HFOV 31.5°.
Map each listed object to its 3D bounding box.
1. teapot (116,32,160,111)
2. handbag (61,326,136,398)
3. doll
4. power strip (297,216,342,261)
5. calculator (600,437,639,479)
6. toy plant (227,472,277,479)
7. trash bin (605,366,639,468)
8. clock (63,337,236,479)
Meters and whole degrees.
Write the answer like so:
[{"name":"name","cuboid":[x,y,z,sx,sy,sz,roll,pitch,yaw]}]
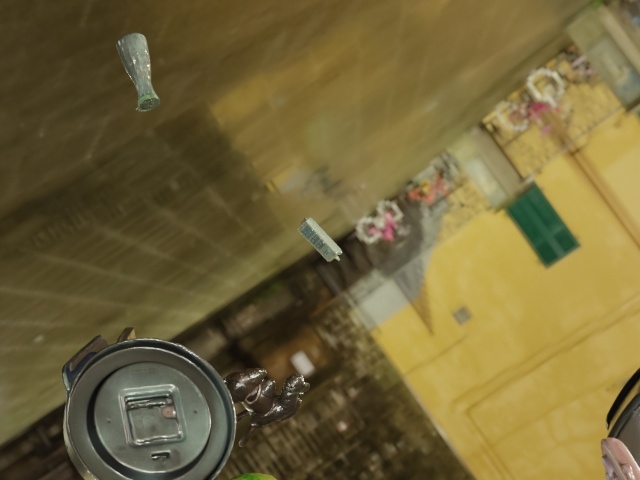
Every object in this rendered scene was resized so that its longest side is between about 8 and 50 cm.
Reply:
[{"name":"teapot","cuboid":[-0.246,-0.226,1.543,0.043,0.111,0.043,-16,159,-6]},{"name":"handbag","cuboid":[-0.277,0.302,1.670,0.118,0.326,0.269,-16,-174,2]},{"name":"doll","cuboid":[-0.104,0.261,1.884,0.165,0.139,0.057,-32,-152,11]},{"name":"power strip","cuboid":[0.000,0.000,1.719,0.027,0.083,0.017,-48,174,40]},{"name":"calculator","cuboid":[0.386,0.371,1.291,0.048,0.330,0.220,-21,-149,4]},{"name":"toy plant","cuboid":[-0.198,0.513,1.889,0.316,0.184,0.224,-14,166,-32]},{"name":"trash bin","cuboid":[0.613,0.335,1.995,0.182,0.209,0.290,-59,164,14]},{"name":"clock","cuboid":[-0.182,0.194,1.206,0.184,0.184,0.040,-32,167,-35]}]
